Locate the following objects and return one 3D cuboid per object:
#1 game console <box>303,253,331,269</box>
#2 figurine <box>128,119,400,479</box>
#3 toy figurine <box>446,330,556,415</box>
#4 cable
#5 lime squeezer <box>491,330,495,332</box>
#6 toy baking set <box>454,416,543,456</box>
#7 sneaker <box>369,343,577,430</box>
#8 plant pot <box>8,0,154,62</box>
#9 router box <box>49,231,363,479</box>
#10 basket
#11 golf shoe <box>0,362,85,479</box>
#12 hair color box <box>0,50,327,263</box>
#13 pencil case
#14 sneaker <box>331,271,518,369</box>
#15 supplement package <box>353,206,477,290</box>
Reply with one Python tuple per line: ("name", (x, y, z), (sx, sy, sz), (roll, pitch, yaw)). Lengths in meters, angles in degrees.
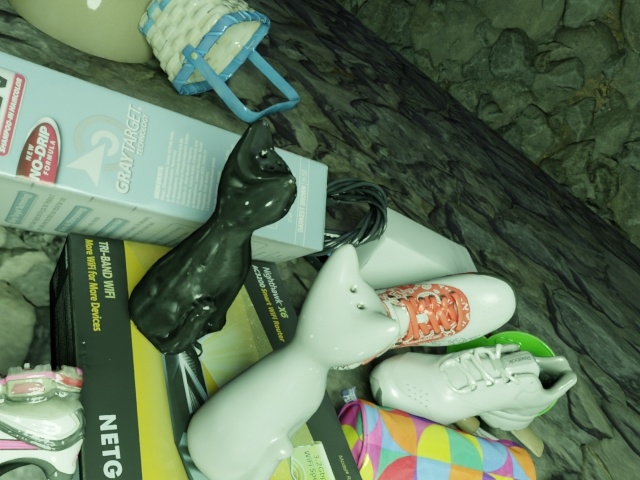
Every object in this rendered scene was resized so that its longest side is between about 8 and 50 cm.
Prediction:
("game console", (0.000, 0.000, 0.862), (0.361, 0.044, 0.213), (39, 30, 5))
("figurine", (-0.048, 0.050, 0.405), (0.092, 0.209, 0.215), (-1, 46, -46))
("toy figurine", (0.307, 0.195, 0.865), (0.173, 0.130, 0.159), (21, 8, 26))
("cable", (0.006, -0.036, 0.736), (0.184, 0.047, 0.150), (15, 44, 34))
("lime squeezer", (0.195, 0.080, 0.936), (0.310, 0.059, 0.110), (35, 30, 1))
("toy baking set", (0.185, 0.249, 0.714), (0.256, 0.030, 0.197), (1, 50, -36))
("sneaker", (0.195, 0.173, 0.670), (0.296, 0.129, 0.111), (7, 48, -30))
("plant pot", (-0.419, -0.502, 1.003), (0.284, 0.191, 0.284), (26, 32, -17))
("router box", (-0.116, 0.140, 0.503), (0.242, 0.081, 0.309), (11, 38, -37))
("basket", (-0.180, -0.359, 1.034), (0.289, 0.201, 0.255), (44, 26, 1))
("golf shoe", (-0.252, 0.135, 0.341), (0.185, 0.067, 0.086), (-8, 72, -6))
("hair color box", (-0.197, -0.060, 0.579), (0.374, 0.185, 0.114), (13, 72, -33))
("pencil case", (0.115, 0.240, 0.570), (0.236, 0.104, 0.104), (22, 32, -16))
("sneaker", (0.103, 0.098, 0.629), (0.269, 0.090, 0.145), (-6, 4, 12))
("supplement package", (0.133, 0.041, 0.793), (0.179, 0.105, 0.105), (26, 30, -19))
